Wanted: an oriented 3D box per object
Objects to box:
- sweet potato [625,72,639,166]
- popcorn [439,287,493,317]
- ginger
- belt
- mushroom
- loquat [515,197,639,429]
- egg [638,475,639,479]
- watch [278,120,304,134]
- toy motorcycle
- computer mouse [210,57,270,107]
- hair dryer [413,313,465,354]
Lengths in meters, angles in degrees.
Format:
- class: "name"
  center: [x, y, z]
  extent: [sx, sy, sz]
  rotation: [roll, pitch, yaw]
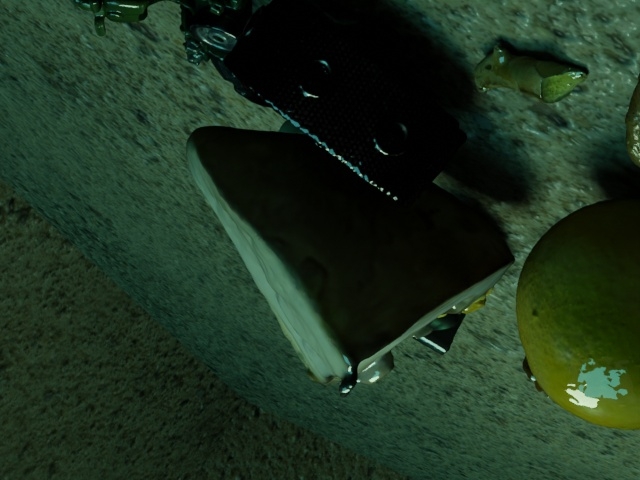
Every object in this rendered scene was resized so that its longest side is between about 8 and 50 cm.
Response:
- class: "sweet potato"
  center: [0.332, -0.131, 1.240]
  extent: [0.068, 0.060, 0.206]
  rotation: [-9, 153, 5]
- class: "popcorn"
  center: [0.175, 0.041, 1.833]
  extent: [0.180, 0.180, 0.170]
  rotation: [32, -161, 1]
- class: "ginger"
  center: [0.216, -0.174, 1.348]
  extent: [0.137, 0.044, 0.057]
  rotation: [19, 177, 42]
- class: "belt"
  center: [0.038, -0.176, 1.477]
  extent: [0.289, 0.164, 0.184]
  rotation: [36, -171, -20]
- class: "mushroom"
  center: [0.023, -0.035, 1.635]
  extent: [0.397, 0.313, 0.224]
  rotation: [52, 163, 11]
- class: "loquat"
  center: [0.350, 0.091, 1.457]
  extent: [0.274, 0.275, 0.275]
  rotation: [29, 163, 10]
- class: "egg"
  center: [0.618, 0.427, 1.867]
  extent: [0.340, 0.354, 0.354]
  rotation: [53, 164, 5]
- class: "watch"
  center: [0.042, -0.104, 1.830]
  extent: [0.195, 0.068, 0.237]
  rotation: [18, 154, 34]
- class: "toy motorcycle"
  center: [-0.195, -0.313, 1.544]
  extent: [0.275, 0.127, 0.205]
  rotation: [28, 166, 5]
- class: "computer mouse"
  center: [-0.097, -0.233, 1.706]
  extent: [0.105, 0.062, 0.192]
  rotation: [14, 157, 46]
- class: "hair dryer"
  center: [0.147, 0.050, 2.031]
  extent: [0.244, 0.116, 0.302]
  rotation: [29, 156, 2]
